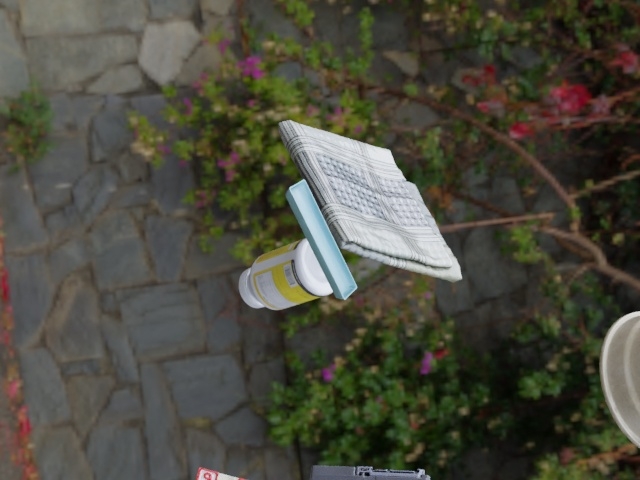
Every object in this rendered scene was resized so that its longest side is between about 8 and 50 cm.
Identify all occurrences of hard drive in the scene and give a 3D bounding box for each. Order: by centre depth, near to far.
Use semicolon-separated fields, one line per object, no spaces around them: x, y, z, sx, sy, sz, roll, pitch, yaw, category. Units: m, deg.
0.103;0.580;2.098;0.064;0.237;0.339;-84;173;-48;hard drive

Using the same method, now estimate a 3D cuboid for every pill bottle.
-0.056;0.062;1.783;0.184;0.103;0.103;-20;-108;46;pill bottle

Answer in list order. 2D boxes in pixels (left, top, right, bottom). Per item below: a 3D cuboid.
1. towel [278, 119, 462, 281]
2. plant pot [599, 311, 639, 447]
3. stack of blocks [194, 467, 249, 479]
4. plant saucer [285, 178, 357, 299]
0.098;-0.074;1.870;0.056;0.324;0.312;-48;-132;25;towel
0.822;0.272;2.197;0.305;0.333;0.334;-35;-123;55;plant pot
-0.209;0.611;2.181;0.087;0.171;0.297;-79;-172;-46;stack of blocks
0.000;0.000;1.607;0.192;0.018;0.067;63;25;-5;plant saucer
